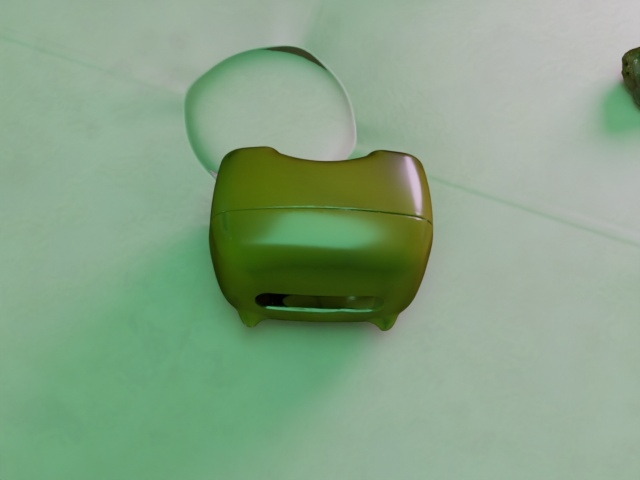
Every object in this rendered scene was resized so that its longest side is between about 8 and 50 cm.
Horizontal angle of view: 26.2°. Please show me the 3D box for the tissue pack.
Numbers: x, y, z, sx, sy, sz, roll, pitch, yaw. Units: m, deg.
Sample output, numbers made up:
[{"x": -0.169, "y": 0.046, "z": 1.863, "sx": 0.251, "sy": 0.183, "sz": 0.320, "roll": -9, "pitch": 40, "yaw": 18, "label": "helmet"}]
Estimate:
[{"x": 0.000, "y": 0.000, "z": 1.096, "sx": 0.178, "sy": 0.123, "sz": 0.127, "roll": 1, "pitch": 63, "yaw": -2, "label": "tissue pack"}]

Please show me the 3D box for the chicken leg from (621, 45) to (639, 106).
[{"x": 0.391, "y": -0.157, "z": 1.199, "sx": 0.251, "sy": 0.087, "sz": 0.107, "roll": -5, "pitch": 56, "yaw": 3, "label": "chicken leg"}]
